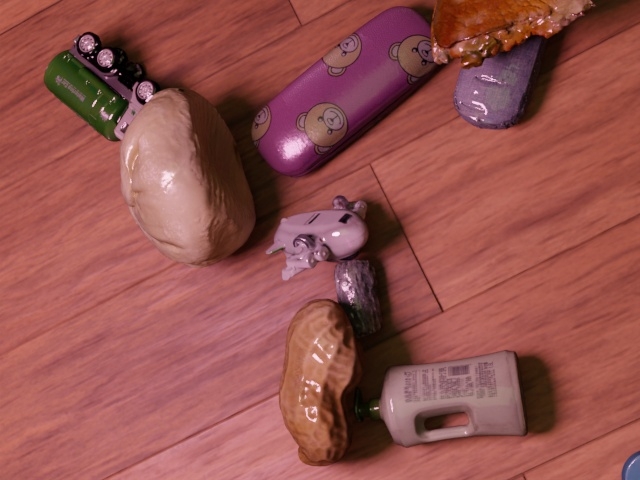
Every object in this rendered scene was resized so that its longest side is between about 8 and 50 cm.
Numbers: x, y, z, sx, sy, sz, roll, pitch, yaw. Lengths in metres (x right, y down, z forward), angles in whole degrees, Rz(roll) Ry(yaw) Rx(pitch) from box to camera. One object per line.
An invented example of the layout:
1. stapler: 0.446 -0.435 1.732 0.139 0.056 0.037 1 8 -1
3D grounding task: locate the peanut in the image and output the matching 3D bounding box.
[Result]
1. peanut: -0.001 0.196 1.499 0.110 0.197 0.233 10 86 -10

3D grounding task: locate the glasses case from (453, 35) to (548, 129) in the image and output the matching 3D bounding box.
1. glasses case: 0.275 -0.295 1.579 0.109 0.067 0.282 16 83 20

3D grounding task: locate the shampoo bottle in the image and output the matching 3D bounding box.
1. shampoo bottle: 0.161 0.222 1.500 0.234 0.087 0.118 -9 77 12

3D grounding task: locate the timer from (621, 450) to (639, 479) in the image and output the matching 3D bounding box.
1. timer: 0.510 0.388 1.386 0.232 0.091 0.250 -6 82 12

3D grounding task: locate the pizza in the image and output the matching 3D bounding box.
1. pizza: 0.257 -0.316 1.522 0.226 0.069 0.147 -19 53 8

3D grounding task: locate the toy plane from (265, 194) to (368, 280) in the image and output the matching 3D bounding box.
1. toy plane: -0.001 -0.003 1.557 0.174 0.174 0.080 -24 111 8

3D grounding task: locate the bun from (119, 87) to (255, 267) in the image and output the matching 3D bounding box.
1. bun: -0.200 -0.077 1.560 0.160 0.259 0.259 -22 75 12

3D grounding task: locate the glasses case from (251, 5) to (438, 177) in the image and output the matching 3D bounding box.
1. glasses case: 0.039 -0.220 1.617 0.316 0.076 0.123 -38 73 4

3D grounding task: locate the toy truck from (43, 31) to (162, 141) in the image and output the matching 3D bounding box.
1. toy truck: -0.319 -0.225 1.695 0.242 0.101 0.125 38 95 20

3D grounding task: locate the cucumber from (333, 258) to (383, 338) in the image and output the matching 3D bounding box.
1. cucumber: 0.055 0.086 1.564 0.064 0.064 0.112 -14 77 11
